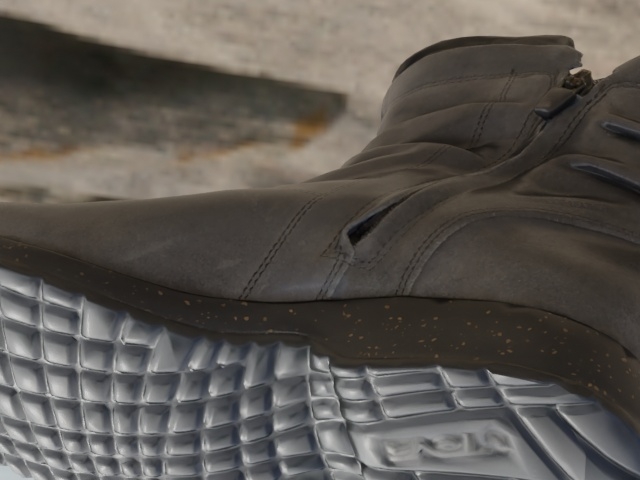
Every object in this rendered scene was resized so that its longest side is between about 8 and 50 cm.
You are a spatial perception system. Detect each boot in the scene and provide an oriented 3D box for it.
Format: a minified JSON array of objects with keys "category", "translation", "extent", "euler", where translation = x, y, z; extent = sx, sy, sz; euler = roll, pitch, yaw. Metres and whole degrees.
[{"category":"boot","translation":[0.000,0.000,0.719],"extent":[0.338,0.223,0.118],"euler":[11,132,19]}]
